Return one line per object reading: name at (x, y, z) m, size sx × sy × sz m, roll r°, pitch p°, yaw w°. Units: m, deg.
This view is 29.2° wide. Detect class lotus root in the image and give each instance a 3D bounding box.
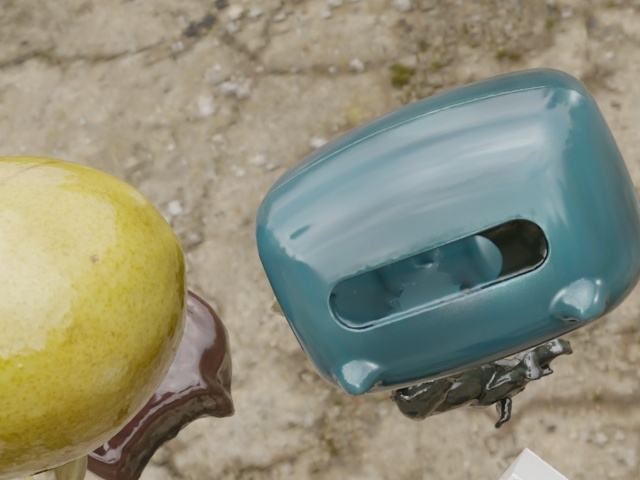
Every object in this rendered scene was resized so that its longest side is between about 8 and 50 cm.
lotus root at (-0.287, 0.233, 1.328) m, size 0.062 × 0.073 × 0.150 m, roll -32°, pitch 42°, yaw 25°

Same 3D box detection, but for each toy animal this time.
toy animal at (0.191, 0.155, 1.503) m, size 0.245 × 0.146 × 0.114 m, roll 4°, pitch 52°, yaw -19°

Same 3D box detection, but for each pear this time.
pear at (-0.277, 0.073, 1.140) m, size 0.314 × 0.314 × 0.314 m, roll -12°, pitch 38°, yaw 9°

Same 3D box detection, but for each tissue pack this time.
tissue pack at (0.098, -0.003, 0.946) m, size 0.287 × 0.198 × 0.206 m, roll -19°, pitch 20°, yaw 15°

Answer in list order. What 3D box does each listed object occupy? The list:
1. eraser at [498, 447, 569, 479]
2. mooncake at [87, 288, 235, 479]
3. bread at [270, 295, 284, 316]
eraser at (0.336, 0.379, 1.471) m, size 0.298 × 0.078 × 0.076 m, roll 37°, pitch 26°, yaw 8°
mooncake at (-0.304, 0.234, 1.985) m, size 0.326 × 0.174 × 0.334 m, roll -6°, pitch 65°, yaw 2°
bread at (-0.007, 0.005, 1.414) m, size 0.077 × 0.105 × 0.152 m, roll 11°, pitch 55°, yaw -16°
